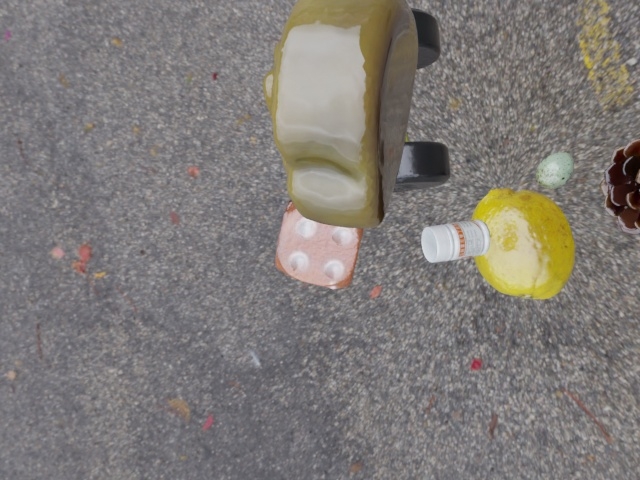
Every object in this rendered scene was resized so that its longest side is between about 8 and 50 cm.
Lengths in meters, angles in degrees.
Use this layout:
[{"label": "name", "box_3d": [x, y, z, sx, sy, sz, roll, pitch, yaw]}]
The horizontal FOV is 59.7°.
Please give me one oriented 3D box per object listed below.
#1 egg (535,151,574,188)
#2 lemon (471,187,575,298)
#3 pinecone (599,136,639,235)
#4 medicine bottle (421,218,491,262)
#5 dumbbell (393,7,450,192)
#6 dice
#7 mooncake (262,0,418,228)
[{"label": "egg", "box_3d": [0.624, -0.188, 1.483, 0.085, 0.085, 0.110, 37, 91, 12]}, {"label": "lemon", "box_3d": [0.354, 0.004, 0.984, 0.170, 0.170, 0.207, -13, 83, 19]}, {"label": "pinecone", "box_3d": [0.716, -0.119, 1.138, 0.264, 0.264, 0.263, 2, 95, 18]}, {"label": "medicine bottle", "box_3d": [0.205, 0.001, 0.844, 0.089, 0.057, 0.057, -8, 92, -14]}, {"label": "dumbbell", "box_3d": [0.142, -0.262, 1.096, 0.204, 0.204, 0.322, -5, 90, 18]}, {"label": "dice", "box_3d": [0.000, 0.000, 1.244, 0.179, 0.175, 0.173, 11, 104, -1]}, {"label": "mooncake", "box_3d": [0.027, -0.140, 0.559, 0.117, 0.235, 0.234, 7, 97, 15]}]
